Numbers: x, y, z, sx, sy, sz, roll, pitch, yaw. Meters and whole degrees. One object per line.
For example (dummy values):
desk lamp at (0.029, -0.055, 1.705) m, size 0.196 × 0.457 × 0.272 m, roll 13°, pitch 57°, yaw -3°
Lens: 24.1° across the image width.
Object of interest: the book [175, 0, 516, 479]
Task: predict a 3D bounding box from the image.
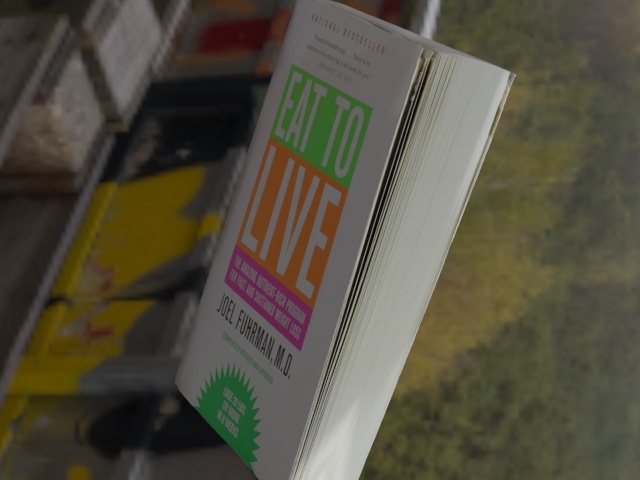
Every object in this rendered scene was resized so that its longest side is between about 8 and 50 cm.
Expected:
book at (0.000, 0.000, 0.483) m, size 0.035 × 0.096 × 0.144 m, roll 11°, pitch 103°, yaw -31°
